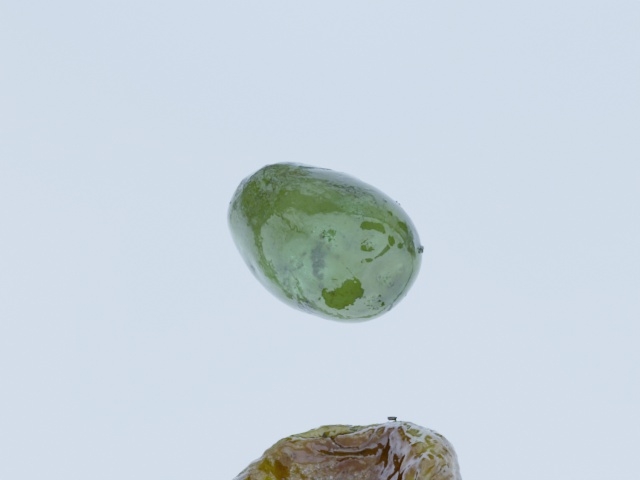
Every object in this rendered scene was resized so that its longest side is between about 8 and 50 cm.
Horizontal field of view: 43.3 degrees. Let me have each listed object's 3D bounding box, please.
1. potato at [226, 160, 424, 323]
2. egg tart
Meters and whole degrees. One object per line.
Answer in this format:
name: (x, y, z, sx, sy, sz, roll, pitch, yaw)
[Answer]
potato: (0.000, -0.002, 1.182, 0.304, 0.216, 0.215, 29, -59, 17)
egg tart: (0.018, 0.350, 0.982, 0.352, 0.352, 0.149, -21, -76, 13)
